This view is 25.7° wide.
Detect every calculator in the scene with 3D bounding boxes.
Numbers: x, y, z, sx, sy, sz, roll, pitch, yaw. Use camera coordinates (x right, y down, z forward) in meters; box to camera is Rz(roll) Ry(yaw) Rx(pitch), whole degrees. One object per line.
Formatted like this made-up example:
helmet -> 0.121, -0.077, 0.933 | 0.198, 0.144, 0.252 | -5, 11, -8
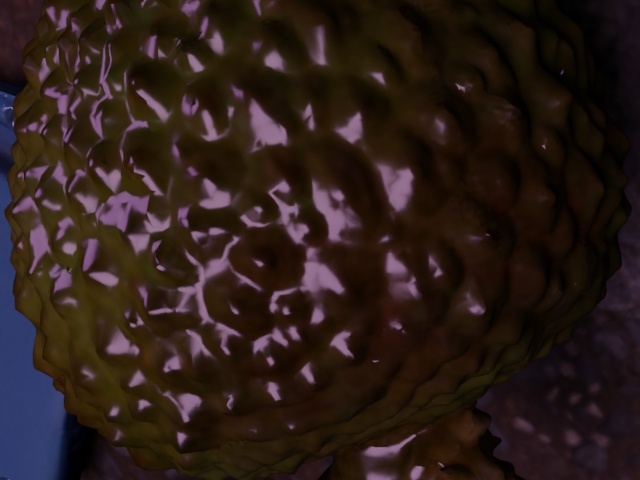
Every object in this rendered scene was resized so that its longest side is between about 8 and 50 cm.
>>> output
calculator -> -0.196, 0.039, 0.851 | 0.173, 0.051, 0.293 | 27, 123, 14

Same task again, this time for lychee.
lychee -> -0.003, -0.011, 0.602 | 0.270, 0.270, 0.320 | -1, 78, 29
